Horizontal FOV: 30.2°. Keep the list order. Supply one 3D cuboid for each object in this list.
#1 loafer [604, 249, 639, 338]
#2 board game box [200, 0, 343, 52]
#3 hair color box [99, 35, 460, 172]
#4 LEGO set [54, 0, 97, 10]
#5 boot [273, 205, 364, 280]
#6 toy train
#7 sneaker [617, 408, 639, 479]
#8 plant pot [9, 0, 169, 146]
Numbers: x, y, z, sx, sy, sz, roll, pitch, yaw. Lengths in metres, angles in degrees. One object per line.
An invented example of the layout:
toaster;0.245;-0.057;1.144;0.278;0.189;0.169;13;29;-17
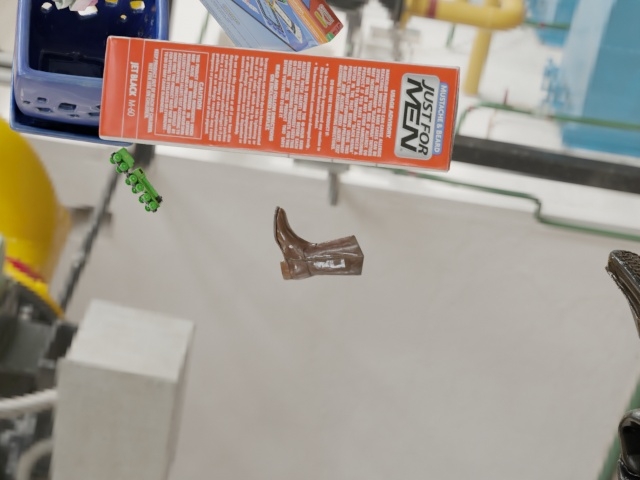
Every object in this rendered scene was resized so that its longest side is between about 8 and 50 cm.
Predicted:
loafer;0.470;0.106;1.690;0.078;0.080;0.220;-54;54;34
board game box;-0.107;-0.285;1.084;0.027;0.281;0.145;-49;23;-23
hair color box;-0.015;-0.068;0.593;0.093;0.167;0.053;-37;-46;-82
LEGO set;-0.212;-0.369;1.286;0.287;0.107;0.132;-28;83;47
boot;0.000;0.000;1.553;0.037;0.114;0.107;-57;-41;-65
toy train;-0.207;-0.068;1.339;0.023;0.083;0.017;-43;14;-34
sneaker;0.228;0.116;0.675;0.234;0.106;0.078;-43;-13;-41
plant pot;-0.381;-0.288;1.910;0.212;0.235;0.236;128;143;-54
